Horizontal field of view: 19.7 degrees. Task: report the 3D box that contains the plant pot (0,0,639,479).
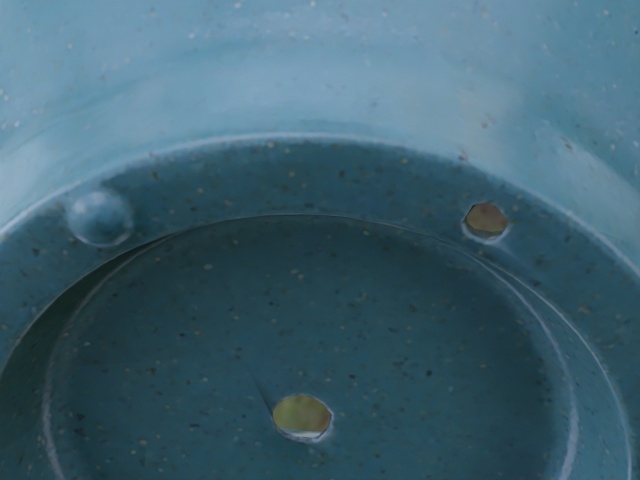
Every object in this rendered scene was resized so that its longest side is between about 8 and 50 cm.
[{"bbox_3d":[0.000,0.000,0.460,0.293,0.293,0.196,-36,25,24],"label":"plant pot"}]
